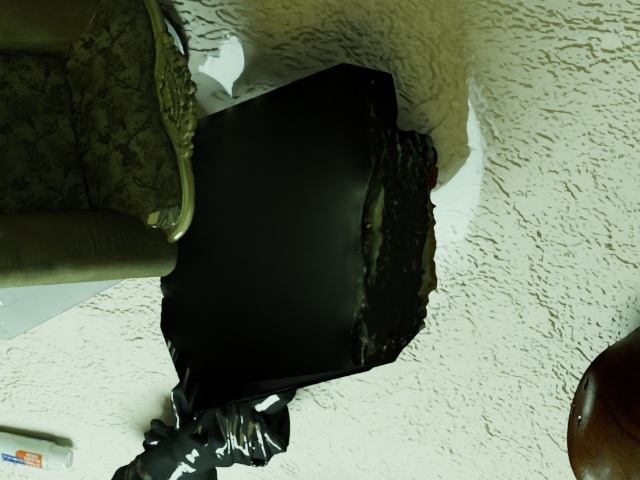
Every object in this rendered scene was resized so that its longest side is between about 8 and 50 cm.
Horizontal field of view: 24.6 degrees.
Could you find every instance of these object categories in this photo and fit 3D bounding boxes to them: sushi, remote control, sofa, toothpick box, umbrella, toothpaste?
[{"bbox_3d":[0.000,0.001,1.233,0.215,0.212,0.227,-18,82,29],"label":"sushi"},{"bbox_3d":[-0.273,0.024,1.467,0.250,0.034,0.103,-27,119,36],"label":"remote control"},{"bbox_3d":[-0.225,-0.089,1.137,0.200,0.258,0.182,-4,168,-37],"label":"sofa"},{"bbox_3d":[0.369,0.186,1.311,0.294,0.192,0.192,14,135,-5],"label":"toothpick box"},{"bbox_3d":[-0.123,0.210,1.547,0.110,0.122,0.272,-2,149,-46],"label":"umbrella"},{"bbox_3d":[-0.389,0.235,1.706,0.218,0.033,0.052,9,130,16],"label":"toothpaste"}]

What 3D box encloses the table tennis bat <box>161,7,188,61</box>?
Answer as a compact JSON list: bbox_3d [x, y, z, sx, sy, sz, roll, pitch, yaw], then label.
[{"bbox_3d":[-0.166,-0.186,1.251,0.095,0.014,0.158,2,133,21],"label":"table tennis bat"}]
